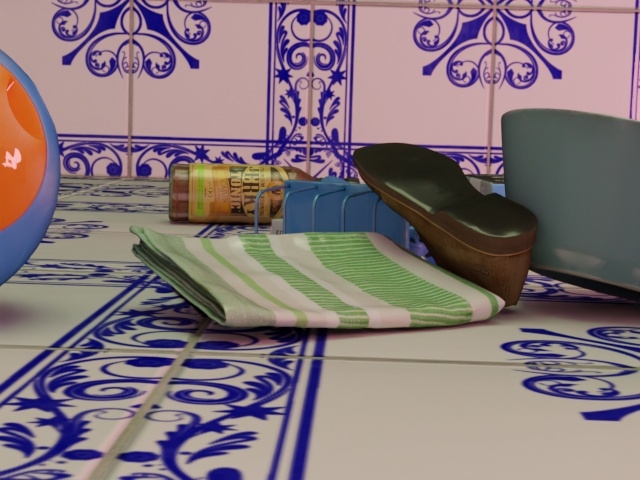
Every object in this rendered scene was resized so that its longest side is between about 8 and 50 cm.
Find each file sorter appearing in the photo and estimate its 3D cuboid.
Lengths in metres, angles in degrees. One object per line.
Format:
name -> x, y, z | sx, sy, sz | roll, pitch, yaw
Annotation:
file sorter -> 0.012, -0.008, 1.591 | 0.170, 0.118, 0.104 | 4, 9, 25

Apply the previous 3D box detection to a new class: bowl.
bowl -> 0.330, -0.025, 1.420 | 0.311, 0.163, 0.311 | 16, -3, 1

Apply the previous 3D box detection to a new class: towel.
towel -> -0.005, 0.035, 1.312 | 0.324, 0.038, 0.248 | 3, 16, -32

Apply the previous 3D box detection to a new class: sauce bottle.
sauce bottle -> -0.101, -0.085, 2.316 | 0.344, 0.111, 0.111 | -1, 6, -6

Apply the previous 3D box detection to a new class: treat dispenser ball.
treat dispenser ball -> -0.395, -0.070, 1.234 | 0.288, 0.288, 0.288 | 2, 6, 0

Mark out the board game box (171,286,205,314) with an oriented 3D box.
board game box -> -0.086, 0.053, 1.401 | 0.126, 0.026, 0.186 | 0, 6, -16

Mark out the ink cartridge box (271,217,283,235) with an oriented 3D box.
ink cartridge box -> 0.000, 0.000, 1.765 | 0.104, 0.062, 0.181 | 4, 7, 22

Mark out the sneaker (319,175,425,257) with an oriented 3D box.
sneaker -> 0.073, -0.040, 1.692 | 0.069, 0.082, 0.209 | 13, 24, -42

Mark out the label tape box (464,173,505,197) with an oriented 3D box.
label tape box -> 0.378, -0.045, 2.070 | 0.249, 0.115, 0.347 | 1, 4, -7

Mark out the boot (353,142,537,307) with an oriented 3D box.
boot -> 0.126, -0.021, 1.449 | 0.112, 0.115, 0.305 | -16, 33, -23

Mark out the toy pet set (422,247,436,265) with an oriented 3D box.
toy pet set -> 0.134, 0.018, 1.761 | 0.114, 0.065, 0.122 | -34, -13, 24
